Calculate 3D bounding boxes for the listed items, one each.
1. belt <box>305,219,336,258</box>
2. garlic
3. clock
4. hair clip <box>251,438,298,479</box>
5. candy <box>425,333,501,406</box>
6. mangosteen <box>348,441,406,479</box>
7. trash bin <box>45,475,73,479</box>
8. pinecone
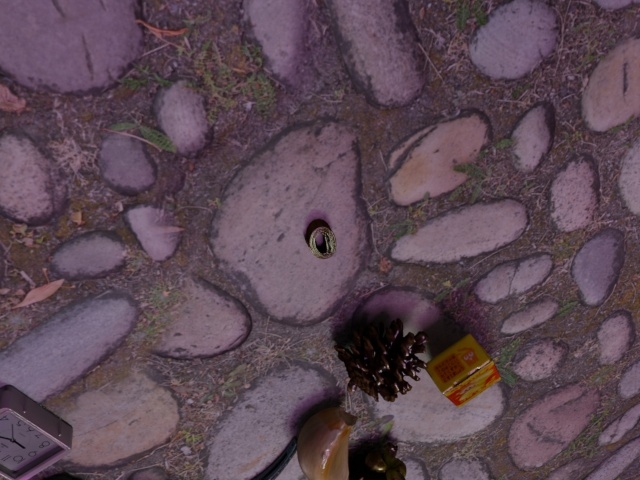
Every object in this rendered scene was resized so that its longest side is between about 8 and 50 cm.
[{"bbox_3d":[0.000,0.000,1.242,0.059,0.036,0.083,-20,127,-7],"label":"belt"},{"bbox_3d":[0.023,0.538,1.542,0.164,0.145,0.244,-10,118,-10],"label":"garlic"},{"bbox_3d":[-0.627,0.400,1.248,0.150,0.063,0.197,-31,128,2],"label":"clock"},{"bbox_3d":[-0.147,0.618,1.610,0.275,0.048,0.083,-44,126,5],"label":"hair clip"},{"bbox_3d":[0.359,0.330,1.521,0.146,0.088,0.276,-38,150,5],"label":"candy"},{"bbox_3d":[0.152,0.657,1.671,0.192,0.192,0.217,22,92,-32],"label":"mangosteen"},{"bbox_3d":[-0.584,0.646,1.415,0.177,0.101,0.236,-43,130,8],"label":"trash bin"},{"bbox_3d":[0.151,0.268,1.400,0.212,0.185,0.168,-24,156,-30],"label":"pinecone"}]
